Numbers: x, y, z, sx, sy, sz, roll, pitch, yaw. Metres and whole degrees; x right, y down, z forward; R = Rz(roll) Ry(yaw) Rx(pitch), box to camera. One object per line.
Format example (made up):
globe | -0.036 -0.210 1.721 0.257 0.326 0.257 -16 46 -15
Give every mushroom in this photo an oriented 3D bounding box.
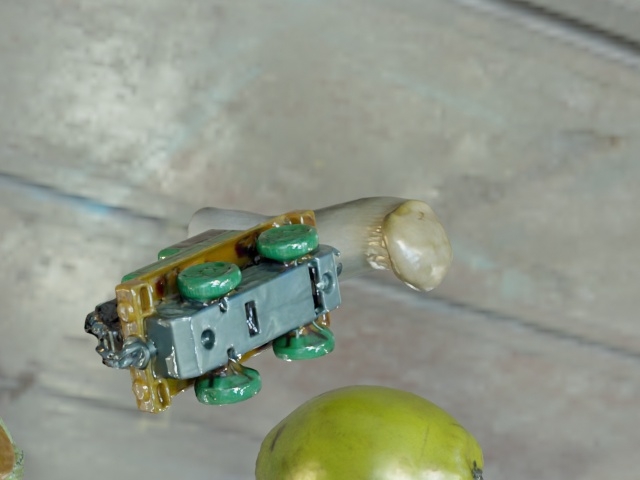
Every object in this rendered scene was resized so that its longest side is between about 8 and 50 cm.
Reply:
mushroom | 0.000 0.000 2.090 0.329 0.159 0.122 -2 125 36

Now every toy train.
toy train | -0.074 0.045 1.290 0.136 0.091 0.228 4 -160 42

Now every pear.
pear | 0.053 0.262 2.092 0.269 0.212 0.212 -2 155 27

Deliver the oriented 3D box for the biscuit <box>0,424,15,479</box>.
biscuit | -0.438 0.174 1.798 0.057 0.312 0.351 -41 123 18

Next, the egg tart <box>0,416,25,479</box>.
egg tart | -0.431 0.222 2.264 0.078 0.197 0.197 -34 148 2
